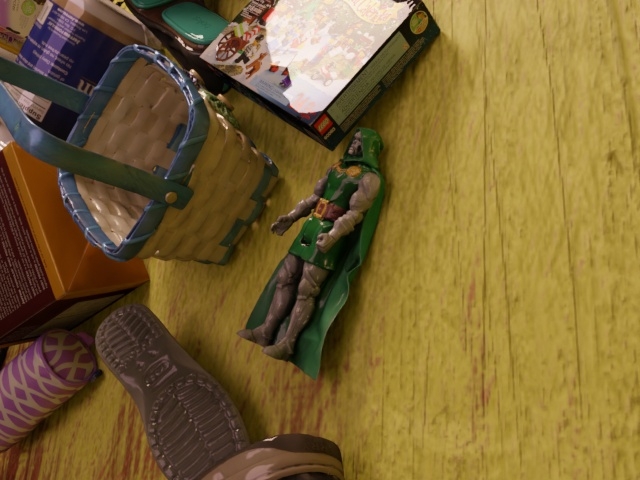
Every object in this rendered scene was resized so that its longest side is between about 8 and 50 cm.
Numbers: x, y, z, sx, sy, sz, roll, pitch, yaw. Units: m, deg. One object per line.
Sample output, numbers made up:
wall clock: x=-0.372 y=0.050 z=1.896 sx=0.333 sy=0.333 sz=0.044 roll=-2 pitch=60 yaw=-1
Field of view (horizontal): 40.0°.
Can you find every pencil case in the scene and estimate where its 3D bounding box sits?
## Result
pencil case: x=-0.365 y=0.187 z=1.100 sx=0.206 sy=0.086 sz=0.088 roll=-38 pitch=16 yaw=26

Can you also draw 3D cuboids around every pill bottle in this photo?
pill bottle: x=-0.344 y=-0.202 z=1.190 sx=0.153 sy=0.153 sz=0.265 roll=42 pitch=104 yaw=46

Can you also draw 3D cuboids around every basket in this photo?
basket: x=-0.210 y=-0.103 z=0.911 sx=0.255 sy=0.288 sz=0.201 roll=43 pitch=109 yaw=43

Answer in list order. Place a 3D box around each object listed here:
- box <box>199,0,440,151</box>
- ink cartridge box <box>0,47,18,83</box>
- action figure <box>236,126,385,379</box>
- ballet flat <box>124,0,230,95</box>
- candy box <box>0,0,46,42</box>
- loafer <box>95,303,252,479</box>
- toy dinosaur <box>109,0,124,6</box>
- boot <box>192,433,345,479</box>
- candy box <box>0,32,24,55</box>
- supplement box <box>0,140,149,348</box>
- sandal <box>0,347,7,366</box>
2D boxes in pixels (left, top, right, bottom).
box: x=-0.009 y=-0.201 z=0.904 sx=0.159 sy=0.044 sz=0.233 roll=-49 pitch=43 yaw=-3
ink cartridge box: x=-0.619 y=-0.401 z=1.569 sx=0.271 sy=0.130 sz=0.310 roll=-20 pitch=59 yaw=40
action figure: x=0.000 y=0.000 z=0.831 sx=0.137 sy=0.063 sz=0.232 roll=23 pitch=86 yaw=51
ballet flat: x=-0.181 y=-0.268 z=1.094 sx=0.280 sy=0.095 sz=0.096 roll=55 pitch=157 yaw=40
candy box: x=-0.463 y=-0.400 z=1.362 sx=0.070 sy=0.196 sz=0.165 roll=17 pitch=86 yaw=47
loafer: x=-0.136 y=0.167 z=0.888 sx=0.094 sy=0.087 sz=0.251 roll=-36 pitch=57 yaw=-5
toy dinosaur: x=-0.364 y=-0.334 z=1.340 sx=0.118 sy=0.064 sz=0.268 roll=17 pitch=88 yaw=54
boot: x=-0.089 y=0.368 z=0.711 sx=0.377 sy=0.138 sz=0.284 roll=-40 pitch=49 yaw=19
candy box: x=-0.516 y=-0.368 z=1.395 sx=0.027 sy=0.205 sz=0.105 roll=20 pitch=88 yaw=44
supplement box: x=-0.346 y=0.007 z=1.074 sx=0.194 sy=0.129 sz=0.191 roll=-30 pitch=77 yaw=33
sandal: x=-0.484 y=0.173 z=1.255 sx=0.067 sy=0.040 sz=0.179 roll=-10 pitch=66 yaw=43
